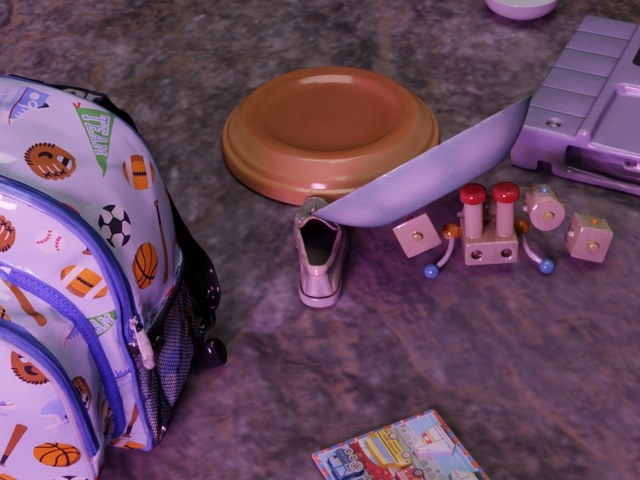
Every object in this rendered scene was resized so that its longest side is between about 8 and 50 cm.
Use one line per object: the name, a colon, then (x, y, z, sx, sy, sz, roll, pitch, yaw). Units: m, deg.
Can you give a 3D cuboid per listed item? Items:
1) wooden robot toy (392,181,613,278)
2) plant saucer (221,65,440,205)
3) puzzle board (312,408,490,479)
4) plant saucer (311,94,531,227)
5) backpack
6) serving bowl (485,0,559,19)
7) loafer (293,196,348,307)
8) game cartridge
wooden robot toy: (0.142, -0.022, 1.033, 0.173, 0.076, 0.079, -2, 28, -1)
plant saucer: (0.009, -0.103, 1.163, 0.200, 0.037, 0.200, -2, 39, 1)
puzzle board: (0.065, 0.166, 0.843, 0.096, 0.011, 0.128, -18, 42, -19)
plant saucer: (0.086, -0.052, 1.002, 0.195, 0.037, 0.195, -29, 1, 1)
backpack: (-0.215, 0.023, 0.833, 0.276, 0.263, 0.213, 4, 39, 7)
serving bowl: (0.211, -0.254, 1.350, 0.083, 0.027, 0.083, -2, 38, 1)
loafer: (0.000, 0.000, 1.031, 0.045, 0.039, 0.125, -3, 39, 0)
game cartridge: (0.372, -0.106, 1.136, 0.355, 0.068, 0.230, 15, 46, 21)
